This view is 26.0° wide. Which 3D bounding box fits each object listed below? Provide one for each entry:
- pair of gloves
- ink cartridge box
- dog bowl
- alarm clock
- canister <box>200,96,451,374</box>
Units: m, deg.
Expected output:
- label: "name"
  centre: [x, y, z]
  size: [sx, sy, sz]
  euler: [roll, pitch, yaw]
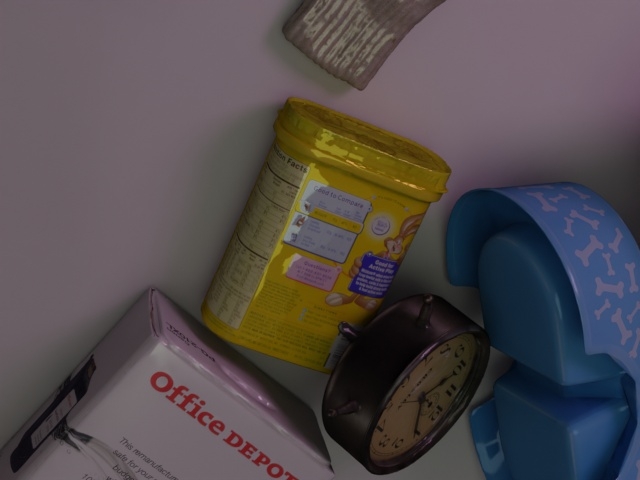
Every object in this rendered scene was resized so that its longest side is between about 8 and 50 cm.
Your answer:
- label: "pair of gloves"
  centre: [0.009, -0.240, 0.912]
  size: [0.240, 0.042, 0.204]
  euler: [42, 99, -19]
- label: "ink cartridge box"
  centre: [-0.133, 0.180, 1.010]
  size: [0.172, 0.100, 0.237]
  euler: [40, 100, -19]
- label: "dog bowl"
  centre: [0.174, 0.093, 0.999]
  size: [0.074, 0.166, 0.297]
  euler: [-20, 113, -22]
- label: "alarm clock"
  centre: [0.065, 0.108, 1.007]
  size: [0.129, 0.064, 0.192]
  euler: [-49, 147, -6]
- label: "canister"
  centre: [0.000, 0.000, 0.981]
  size: [0.126, 0.073, 0.170]
  euler: [20, 107, -17]
